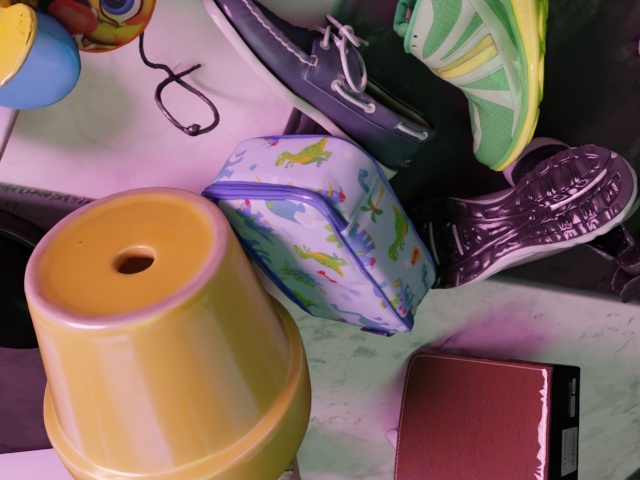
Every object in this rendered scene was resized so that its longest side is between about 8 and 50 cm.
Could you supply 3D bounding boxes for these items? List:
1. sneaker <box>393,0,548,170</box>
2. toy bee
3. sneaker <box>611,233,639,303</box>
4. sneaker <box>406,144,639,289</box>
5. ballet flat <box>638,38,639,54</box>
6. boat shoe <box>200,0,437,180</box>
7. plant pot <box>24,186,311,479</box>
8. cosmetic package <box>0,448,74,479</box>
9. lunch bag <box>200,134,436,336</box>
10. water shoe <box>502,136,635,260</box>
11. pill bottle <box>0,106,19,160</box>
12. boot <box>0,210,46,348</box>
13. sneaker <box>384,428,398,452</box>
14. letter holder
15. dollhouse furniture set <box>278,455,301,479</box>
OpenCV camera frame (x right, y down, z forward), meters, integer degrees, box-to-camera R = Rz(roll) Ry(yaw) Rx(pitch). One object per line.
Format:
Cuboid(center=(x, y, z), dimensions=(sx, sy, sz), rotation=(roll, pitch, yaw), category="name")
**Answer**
Cuboid(center=(0.131, -0.186, 0.510), dimensions=(0.124, 0.109, 0.295), rotation=(1, 140, 23), category="sneaker")
Cuboid(center=(-0.179, -0.179, 0.379), dimensions=(0.298, 0.195, 0.162), rotation=(-23, 160, -51), category="toy bee")
Cuboid(center=(0.460, 0.016, 0.782), dimensions=(0.170, 0.051, 0.089), rotation=(-38, 128, 23), category="sneaker")
Cuboid(center=(0.196, -0.010, 0.615), dimensions=(0.272, 0.100, 0.108), rotation=(-20, 163, 40), category="sneaker")
Cuboid(center=(0.392, -0.169, 0.606), dimensions=(0.168, 0.052, 0.057), rotation=(16, 123, -26), category="ballet flat")
Cuboid(center=(0.011, -0.140, 0.502), dimensions=(0.079, 0.095, 0.255), rotation=(-40, 129, 20), category="boat shoe")
Cuboid(center=(-0.143, 0.093, 0.543), dimensions=(0.254, 0.254, 0.238), rotation=(-11, 134, -6), category="plant pot")
Cuboid(center=(-0.434, 0.423, 0.850), dimensions=(0.378, 0.097, 0.284), rotation=(-2, 131, -14), category="cosmetic package")
Cuboid(center=(0.000, 0.000, 0.574), dimensions=(0.090, 0.176, 0.219), rotation=(-59, 135, -24), category="lunch bag")
Cuboid(center=(0.289, -0.046, 0.662), dimensions=(0.203, 0.080, 0.073), rotation=(27, 118, -31), category="water shoe")
Cuboid(center=(-0.329, -0.119, 0.414), dimensions=(0.209, 0.119, 0.119), rotation=(21, 121, -28), category="pill bottle")
Cuboid(center=(-0.360, 0.067, 0.466), dimensions=(0.131, 0.260, 0.348), rotation=(-41, 127, 19), category="boot")
Cuboid(center=(0.180, 0.342, 0.970), dimensions=(0.094, 0.080, 0.212), rotation=(-39, 135, 2), category="sneaker")
Cuboid(center=(0.230, 0.316, 0.822), dimensions=(0.215, 0.301, 0.152), rotation=(-1, 169, 37), category="letter holder")
Cuboid(center=(-0.129, 0.388, 0.857), dimensions=(0.212, 0.161, 0.242), rotation=(-2, 129, -13), category="dollhouse furniture set")
